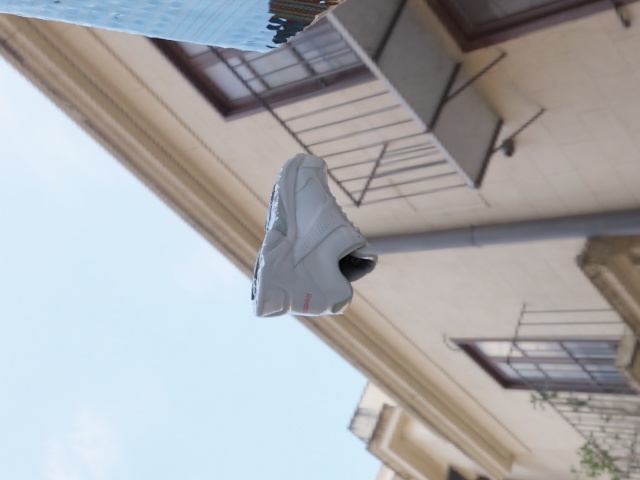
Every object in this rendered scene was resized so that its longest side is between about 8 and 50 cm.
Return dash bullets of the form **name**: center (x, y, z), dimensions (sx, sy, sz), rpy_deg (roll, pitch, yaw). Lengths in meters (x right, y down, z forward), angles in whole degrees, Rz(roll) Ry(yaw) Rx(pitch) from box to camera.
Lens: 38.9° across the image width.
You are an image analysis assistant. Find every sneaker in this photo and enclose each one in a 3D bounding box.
- **sneaker**: center (0.000, 0.000, 0.903), dimensions (0.115, 0.090, 0.232), rpy_deg (12, -139, -3)

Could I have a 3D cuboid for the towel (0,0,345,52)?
- **towel**: center (-0.151, -0.180, 0.523), dimensions (0.370, 0.271, 0.040), rpy_deg (3, -94, -25)
